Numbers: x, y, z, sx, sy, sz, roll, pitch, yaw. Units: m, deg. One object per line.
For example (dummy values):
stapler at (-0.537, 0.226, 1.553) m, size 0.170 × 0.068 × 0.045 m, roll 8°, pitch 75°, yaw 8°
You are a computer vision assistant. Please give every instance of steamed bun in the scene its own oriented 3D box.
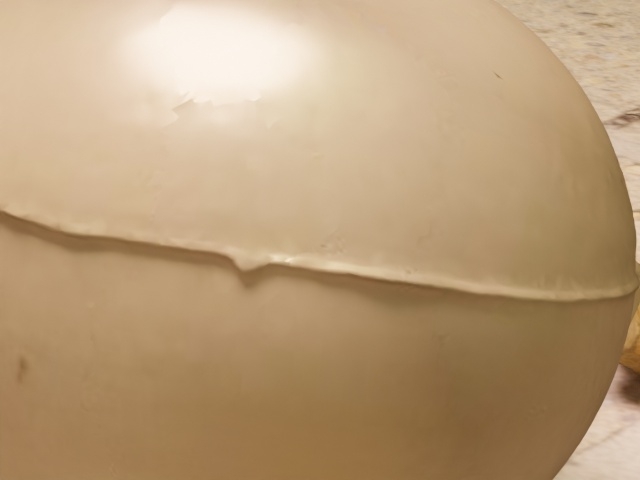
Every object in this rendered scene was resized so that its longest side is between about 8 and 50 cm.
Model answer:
steamed bun at (-0.045, 0.006, 0.879) m, size 0.374 × 0.334 × 0.334 m, roll 16°, pitch 23°, yaw 35°

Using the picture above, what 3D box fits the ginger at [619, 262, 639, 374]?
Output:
ginger at (0.258, 0.050, 1.122) m, size 0.216 × 0.102 × 0.157 m, roll 5°, pitch -7°, yaw 17°
